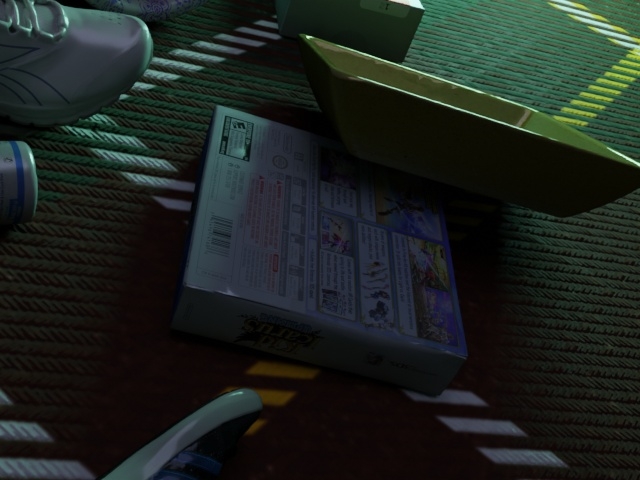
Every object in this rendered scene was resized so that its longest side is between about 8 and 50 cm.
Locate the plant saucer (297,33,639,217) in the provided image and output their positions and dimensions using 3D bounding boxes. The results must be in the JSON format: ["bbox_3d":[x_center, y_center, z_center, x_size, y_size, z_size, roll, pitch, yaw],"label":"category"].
[{"bbox_3d":[0.135,-0.123,0.946,0.333,0.081,0.333,16,16,-12],"label":"plant saucer"}]

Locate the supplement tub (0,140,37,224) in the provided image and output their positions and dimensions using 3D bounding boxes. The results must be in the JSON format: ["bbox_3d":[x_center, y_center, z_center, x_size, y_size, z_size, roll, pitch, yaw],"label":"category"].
[{"bbox_3d":[-0.291,-0.046,0.709,0.107,0.071,0.071,-5,47,-31],"label":"supplement tub"}]

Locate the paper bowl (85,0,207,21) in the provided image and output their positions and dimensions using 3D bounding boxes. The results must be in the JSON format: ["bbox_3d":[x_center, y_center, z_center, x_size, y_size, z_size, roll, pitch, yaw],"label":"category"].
[{"bbox_3d":[-0.209,-0.411,1.004,0.284,0.284,0.148,-15,48,-39],"label":"paper bowl"}]

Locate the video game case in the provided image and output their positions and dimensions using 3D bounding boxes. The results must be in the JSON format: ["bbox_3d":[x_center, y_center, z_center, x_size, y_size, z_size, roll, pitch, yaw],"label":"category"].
[{"bbox_3d":[0.000,0.000,0.814,0.244,0.061,0.269,15,39,-12],"label":"video game case"}]

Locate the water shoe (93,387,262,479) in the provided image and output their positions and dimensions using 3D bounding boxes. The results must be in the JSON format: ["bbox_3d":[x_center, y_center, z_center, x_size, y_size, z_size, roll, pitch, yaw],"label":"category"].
[{"bbox_3d":[-0.103,0.173,0.569,0.203,0.073,0.080,-32,86,-42],"label":"water shoe"}]

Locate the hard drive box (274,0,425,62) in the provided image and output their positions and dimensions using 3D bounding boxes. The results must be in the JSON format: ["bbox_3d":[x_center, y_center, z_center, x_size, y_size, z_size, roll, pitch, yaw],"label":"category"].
[{"bbox_3d":[0.029,-0.362,1.230,0.181,0.089,0.232,9,41,-18],"label":"hard drive box"}]

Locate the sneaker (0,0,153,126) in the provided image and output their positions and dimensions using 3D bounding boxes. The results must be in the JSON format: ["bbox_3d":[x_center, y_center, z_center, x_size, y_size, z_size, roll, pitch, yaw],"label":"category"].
[{"bbox_3d":[-0.296,-0.176,0.776,0.297,0.129,0.111,-8,59,-19],"label":"sneaker"}]
